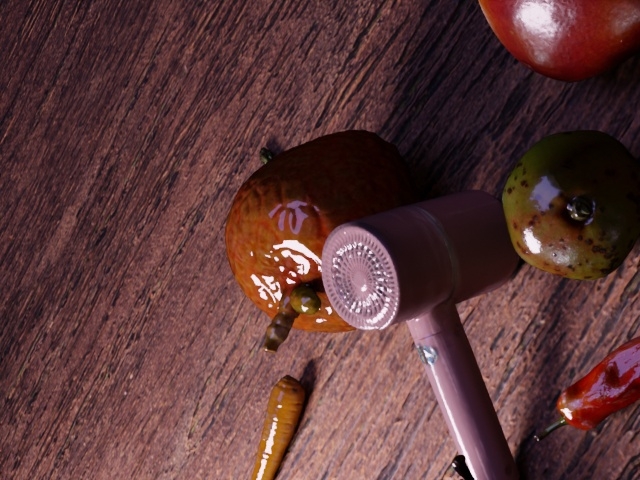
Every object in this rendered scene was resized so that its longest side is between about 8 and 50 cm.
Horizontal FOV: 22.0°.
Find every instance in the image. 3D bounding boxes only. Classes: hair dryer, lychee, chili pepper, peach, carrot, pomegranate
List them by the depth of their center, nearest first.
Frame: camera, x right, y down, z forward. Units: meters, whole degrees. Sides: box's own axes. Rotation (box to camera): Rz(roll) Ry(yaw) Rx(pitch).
[{"bbox_3d":[0.299,0.150,1.703,0.191,0.050,0.059,-40,44,23],"label":"chili pepper"},{"bbox_3d":[0.266,-0.040,1.750,0.205,0.159,0.159,-118,48,-78],"label":"pomegranate"},{"bbox_3d":[0.277,-0.285,1.768,0.243,0.200,0.243,-5,84,51],"label":"peach"},{"bbox_3d":[0.155,0.126,1.834,0.125,0.210,0.352,-26,82,49],"label":"hair dryer"},{"bbox_3d":[0.000,0.000,1.996,0.255,0.255,0.300,-18,25,50],"label":"lychee"},{"bbox_3d":[-0.066,0.279,2.165,0.048,0.048,0.216,34,111,53],"label":"carrot"}]

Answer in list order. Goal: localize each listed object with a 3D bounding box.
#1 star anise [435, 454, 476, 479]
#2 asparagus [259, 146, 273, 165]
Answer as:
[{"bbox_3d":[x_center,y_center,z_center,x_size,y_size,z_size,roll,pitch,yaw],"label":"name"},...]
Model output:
[{"bbox_3d":[0.158,0.358,1.757,0.220,0.126,0.190,-55,50,44],"label":"star anise"},{"bbox_3d":[-0.045,-0.064,2.280,0.022,0.023,0.233,-23,45,-6],"label":"asparagus"}]
